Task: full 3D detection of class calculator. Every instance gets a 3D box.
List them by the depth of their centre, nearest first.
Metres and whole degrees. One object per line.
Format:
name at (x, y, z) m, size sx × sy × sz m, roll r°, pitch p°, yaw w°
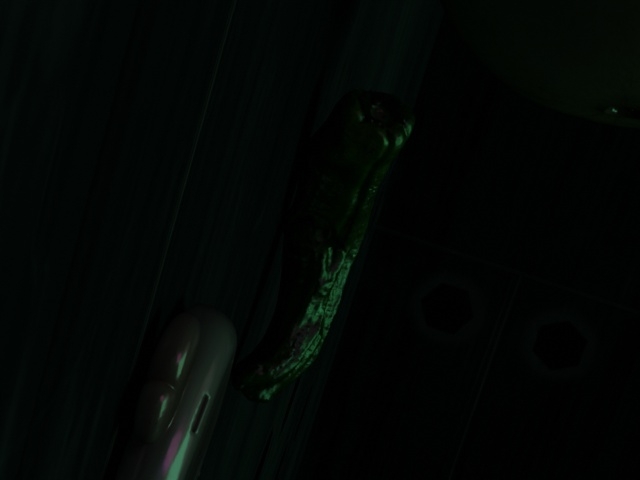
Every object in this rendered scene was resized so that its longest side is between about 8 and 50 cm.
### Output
calculator at (-0.056, 0.080, 0.576) m, size 0.166 × 0.024 × 0.103 m, roll 104°, pitch 6°, yaw -60°

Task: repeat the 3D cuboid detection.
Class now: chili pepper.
chili pepper at (-0.001, 0.000, 0.856) m, size 0.073 × 0.050 × 0.182 m, roll -87°, pitch -164°, yaw -75°

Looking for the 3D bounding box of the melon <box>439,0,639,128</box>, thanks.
melon at (0.183, -0.224, 0.797) m, size 0.268 × 0.268 × 0.330 m, roll 85°, pitch 15°, yaw -82°
